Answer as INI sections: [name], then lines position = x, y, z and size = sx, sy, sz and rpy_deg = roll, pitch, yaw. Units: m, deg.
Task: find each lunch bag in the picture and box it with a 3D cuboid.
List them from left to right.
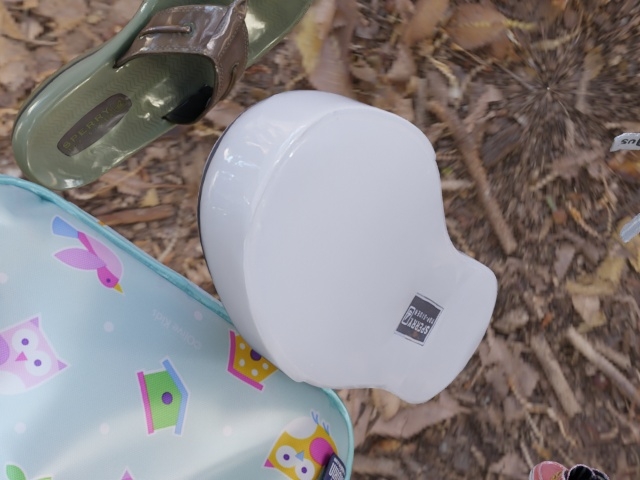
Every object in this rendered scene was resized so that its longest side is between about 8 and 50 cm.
[lunch bag]
position = -0.121, 0.121, 0.625
size = 0.279, 0.224, 0.108
rpy_deg = 37, 145, -18

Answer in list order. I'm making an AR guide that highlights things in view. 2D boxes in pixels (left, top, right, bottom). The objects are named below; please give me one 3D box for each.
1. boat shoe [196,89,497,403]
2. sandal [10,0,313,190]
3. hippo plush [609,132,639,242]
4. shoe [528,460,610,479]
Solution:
[boat shoe]
position = 0.000, 0.000, 0.568
size = 0.102, 0.301, 0.108
rpy_deg = 30, 89, 23
[sandal]
position = -0.108, -0.133, 0.970
size = 0.303, 0.086, 0.120
rpy_deg = -43, 130, 11
[hippo plush]
position = 0.465, -0.093, 1.236
size = 0.294, 0.236, 0.234
rpy_deg = -15, 116, -4
[shoe]
position = 0.276, 0.271, 1.369
size = 0.063, 0.178, 0.081
rpy_deg = -3, 112, -9
